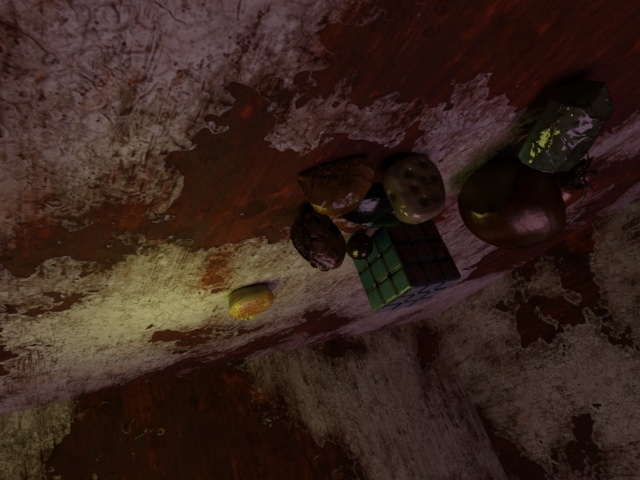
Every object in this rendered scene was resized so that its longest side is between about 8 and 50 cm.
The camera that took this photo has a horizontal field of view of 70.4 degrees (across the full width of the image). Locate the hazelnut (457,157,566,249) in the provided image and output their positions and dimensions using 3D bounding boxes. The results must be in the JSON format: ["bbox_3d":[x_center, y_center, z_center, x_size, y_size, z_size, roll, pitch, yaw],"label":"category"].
[{"bbox_3d":[0.706,-0.135,1.676,0.366,0.366,0.366,-17,157,-8],"label":"hazelnut"}]

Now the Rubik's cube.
[{"bbox_3d":[0.370,0.117,2.004,0.304,0.305,0.301,-3,151,-33],"label":"Rubik's cube"}]

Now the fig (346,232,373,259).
[{"bbox_3d":[0.151,0.026,1.894,0.109,0.103,0.155,-54,-156,-18],"label":"fig"}]

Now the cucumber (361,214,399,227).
[{"bbox_3d":[0.231,-0.076,1.774,0.250,0.056,0.056,-4,152,-40],"label":"cucumber"}]

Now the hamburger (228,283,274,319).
[{"bbox_3d":[-0.311,0.278,2.032,0.210,0.116,0.173,-8,152,-27],"label":"hamburger"}]

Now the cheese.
[{"bbox_3d":[0.292,-0.166,1.443,0.218,0.235,0.117,35,145,-15],"label":"cheese"}]

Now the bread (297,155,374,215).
[{"bbox_3d":[0.057,-0.152,1.365,0.229,0.139,0.143,-18,165,-5],"label":"bread"}]

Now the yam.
[{"bbox_3d":[0.770,-0.357,1.420,0.202,0.201,0.271,-52,156,-29],"label":"yam"}]

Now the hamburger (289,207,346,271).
[{"bbox_3d":[0.000,0.000,1.533,0.107,0.231,0.231,-32,155,23],"label":"hamburger"}]

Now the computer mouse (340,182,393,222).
[{"bbox_3d":[0.209,-0.122,1.610,0.295,0.087,0.168,-8,151,-32],"label":"computer mouse"}]

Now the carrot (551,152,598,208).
[{"bbox_3d":[0.985,-0.220,1.897,0.193,0.214,0.331,-11,152,-26],"label":"carrot"}]
